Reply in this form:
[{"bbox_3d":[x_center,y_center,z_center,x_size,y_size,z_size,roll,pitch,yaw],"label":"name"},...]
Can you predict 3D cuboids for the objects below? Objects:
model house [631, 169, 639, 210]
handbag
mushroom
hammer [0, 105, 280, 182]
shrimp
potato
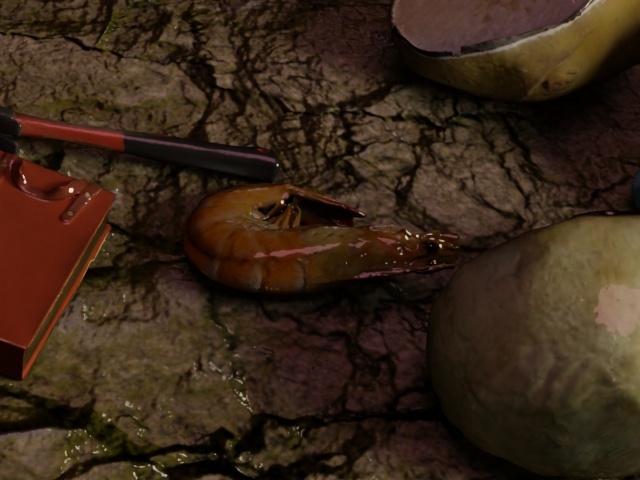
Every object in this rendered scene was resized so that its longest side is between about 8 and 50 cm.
[{"bbox_3d":[0.428,-0.132,1.544,0.226,0.241,0.261,60,37,-16],"label":"model house"},{"bbox_3d":[-0.262,0.013,1.301,0.127,0.063,0.190,21,47,4],"label":"handbag"},{"bbox_3d":[0.230,0.093,1.279,0.267,0.189,0.164,6,42,-10],"label":"mushroom"},{"bbox_3d":[-0.178,-0.091,1.430,0.288,0.033,0.111,8,18,-16],"label":"hammer"},{"bbox_3d":[0.000,0.000,1.394,0.249,0.068,0.150,8,39,-2],"label":"shrimp"},{"bbox_3d":[0.234,-0.232,1.613,0.300,0.196,0.246,-42,42,-10],"label":"potato"}]
